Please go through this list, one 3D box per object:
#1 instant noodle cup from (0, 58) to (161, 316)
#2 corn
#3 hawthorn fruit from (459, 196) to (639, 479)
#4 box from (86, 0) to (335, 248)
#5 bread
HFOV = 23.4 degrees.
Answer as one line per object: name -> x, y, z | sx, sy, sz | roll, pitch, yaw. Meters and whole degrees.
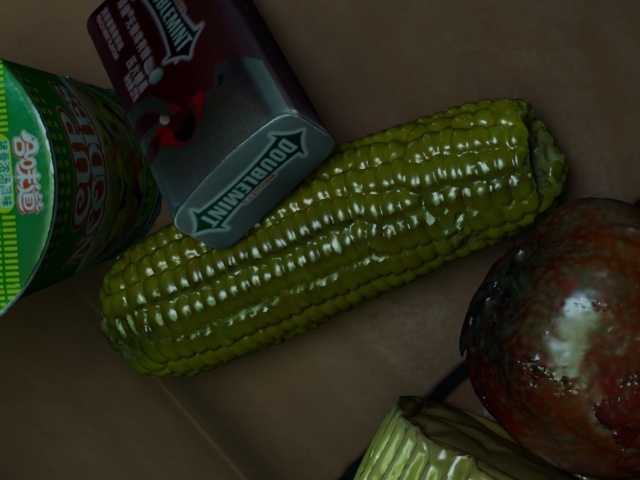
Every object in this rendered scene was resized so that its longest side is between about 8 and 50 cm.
instant noodle cup -> -0.227, -0.046, 1.103 | 0.207, 0.233, 0.207 | 2, 96, 18
corn -> 0.000, 0.000, 1.098 | 0.363, 0.120, 0.120 | -22, 88, 16
hawthorn fruit -> 0.212, 0.079, 1.010 | 0.235, 0.181, 0.181 | 24, 103, -8
box -> -0.083, -0.111, 1.084 | 0.120, 0.069, 0.224 | -41, 48, 18
bread -> 0.147, 0.231, 1.026 | 0.288, 0.204, 0.156 | 24, 97, 10
